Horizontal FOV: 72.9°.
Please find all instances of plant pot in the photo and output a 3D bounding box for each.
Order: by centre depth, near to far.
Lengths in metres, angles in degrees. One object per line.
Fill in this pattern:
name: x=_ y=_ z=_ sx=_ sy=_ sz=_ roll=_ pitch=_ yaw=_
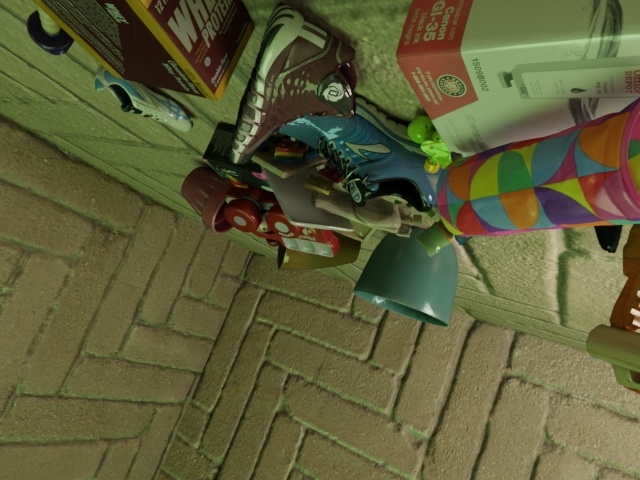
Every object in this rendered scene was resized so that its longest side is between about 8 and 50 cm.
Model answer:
plant pot: x=0.276 y=0.097 z=1.302 sx=0.294 sy=0.234 sz=0.293 roll=21 pitch=169 yaw=4
plant pot: x=0.000 y=0.000 z=1.463 sx=0.255 sy=0.236 sz=0.237 roll=9 pitch=172 yaw=-11
plant pot: x=-0.361 y=-0.150 z=1.468 sx=0.180 sy=0.201 sz=0.201 roll=34 pitch=172 yaw=12

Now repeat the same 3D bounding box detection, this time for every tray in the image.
tray: x=-0.048 y=-0.107 z=0.851 sx=0.145 sy=0.030 sz=0.270 roll=5 pitch=-139 yaw=-35

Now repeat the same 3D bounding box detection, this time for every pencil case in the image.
pencil case: x=0.210 y=-0.057 z=0.411 sx=0.105 sy=0.104 sz=0.236 roll=25 pitch=172 yaw=-18

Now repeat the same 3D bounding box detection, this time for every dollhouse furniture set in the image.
dollhouse furniture set: x=0.240 y=-0.044 z=1.017 sx=0.151 sy=0.076 sz=0.059 roll=55 pitch=-171 yaw=26

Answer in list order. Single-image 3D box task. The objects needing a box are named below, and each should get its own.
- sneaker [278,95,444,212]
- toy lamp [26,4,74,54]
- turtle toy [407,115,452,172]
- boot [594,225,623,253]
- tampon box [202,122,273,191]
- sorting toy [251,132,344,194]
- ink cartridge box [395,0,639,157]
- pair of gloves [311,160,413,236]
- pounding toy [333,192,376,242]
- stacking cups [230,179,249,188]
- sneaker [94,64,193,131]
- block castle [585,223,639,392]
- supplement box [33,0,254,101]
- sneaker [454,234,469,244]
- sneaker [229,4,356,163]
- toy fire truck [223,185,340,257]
sneaker: x=0.066 y=-0.145 z=0.740 sx=0.331 sy=0.147 sz=0.130 roll=22 pitch=169 yaw=3
toy lamp: x=-0.463 y=-0.390 z=0.730 sx=0.080 sy=0.080 sz=0.275 roll=26 pitch=167 yaw=-22
turtle toy: x=0.196 y=-0.152 z=0.665 sx=0.131 sy=0.066 sz=0.095 roll=20 pitch=143 yaw=6
boot: x=0.411 y=-0.043 z=0.674 sx=0.099 sy=0.121 sz=0.045 roll=9 pitch=163 yaw=25
tampon box: x=-0.176 y=-0.199 z=1.054 sx=0.161 sy=0.101 sz=0.120 roll=18 pitch=169 yaw=17
sorting toy: x=-0.067 y=-0.177 z=0.828 sx=0.275 sy=0.046 sz=0.132 roll=33 pitch=-144 yaw=22
ink cartridge box: x=0.246 y=-0.160 z=0.397 sx=0.283 sy=0.117 sz=0.207 roll=13 pitch=166 yaw=38
pair of gloves: x=0.092 y=-0.099 z=0.868 sx=0.205 sy=0.042 sz=0.240 roll=20 pitch=-147 yaw=-3
pounding toy: x=0.116 y=-0.065 z=1.233 sx=0.141 sy=0.100 sz=0.130 roll=20 pitch=156 yaw=-4
stacking cups: x=-0.215 y=-0.160 z=1.347 sx=0.096 sy=0.095 sz=0.316 roll=19 pitch=169 yaw=11
sneaker: x=-0.398 y=-0.309 z=0.988 sx=0.085 sy=0.086 sz=0.237 roll=10 pitch=166 yaw=41
block castle: x=0.649 y=0.138 z=0.623 sx=0.454 sy=0.302 sz=0.213 roll=25 pitch=175 yaw=-18
supplement box: x=-0.226 y=-0.304 z=0.558 sx=0.194 sy=0.128 sz=0.191 roll=18 pitch=169 yaw=19
sneaker: x=0.333 y=-0.042 z=1.003 sx=0.082 sy=0.069 sz=0.209 roll=52 pitch=-174 yaw=14
sneaker: x=-0.036 y=-0.193 z=0.659 sx=0.163 sy=0.106 sz=0.281 roll=15 pitch=148 yaw=-18
toy fire truck: x=-0.110 y=-0.056 z=1.205 sx=0.303 sy=0.169 sz=0.253 roll=9 pitch=143 yaw=23
